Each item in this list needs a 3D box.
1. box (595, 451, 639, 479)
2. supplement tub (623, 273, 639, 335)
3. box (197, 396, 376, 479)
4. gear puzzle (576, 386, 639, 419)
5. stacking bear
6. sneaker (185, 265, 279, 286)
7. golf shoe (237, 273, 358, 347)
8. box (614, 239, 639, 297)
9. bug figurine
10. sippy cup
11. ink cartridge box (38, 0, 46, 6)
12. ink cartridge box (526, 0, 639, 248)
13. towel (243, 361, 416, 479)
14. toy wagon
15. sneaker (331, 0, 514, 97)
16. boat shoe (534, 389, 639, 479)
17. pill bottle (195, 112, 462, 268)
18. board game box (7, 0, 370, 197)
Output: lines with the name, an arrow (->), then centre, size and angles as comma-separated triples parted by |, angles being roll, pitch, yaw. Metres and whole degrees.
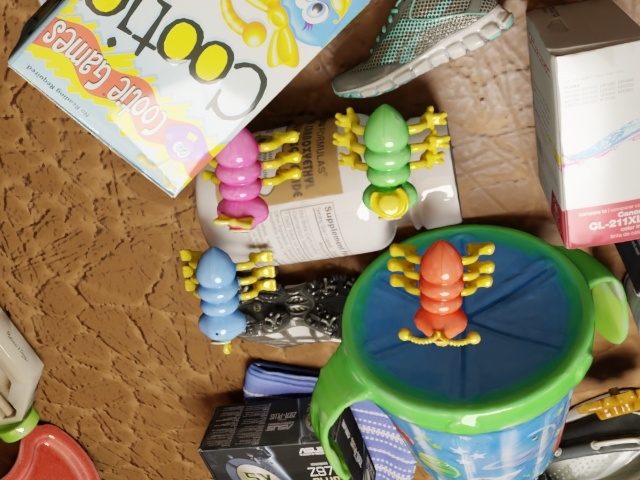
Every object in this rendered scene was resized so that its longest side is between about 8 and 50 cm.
box -> 0.380, 0.352, 0.873 | 0.114, 0.103, 0.203 | 38, 120, -17
supplement tub -> 0.348, 0.067, 0.686 | 0.071, 0.107, 0.070 | 6, 118, 11
box -> -0.037, 0.277, 0.864 | 0.180, 0.077, 0.147 | -9, 121, 18
gear puzzle -> 0.436, 0.140, 0.706 | 0.339, 0.044, 0.175 | -20, 158, 20
stacking bear -> -0.451, 0.423, 1.019 | 0.164, 0.175, 0.289 | 41, 129, -9
sneaker -> -0.096, 0.041, 0.786 | 0.109, 0.040, 0.043 | -8, 138, 17
golf shoe -> -0.015, 0.084, 0.786 | 0.198, 0.077, 0.094 | 5, 159, -11
box -> 0.336, -0.039, 0.594 | 0.093, 0.156, 0.158 | 20, 123, -5
bug figurine -> 0.000, 0.000, 0.561 | 0.279, 0.072, 0.216 | -3, 113, 11
sippy cup -> 0.157, 0.140, 0.710 | 0.306, 0.240, 0.224 | 0, 134, 19
ink cartridge box -> -0.185, -0.307, 0.552 | 0.166, 0.065, 0.332 | -7, 123, 13
ink cartridge box -> 0.227, -0.101, 0.586 | 0.073, 0.127, 0.175 | -8, 121, 12
towel -> 0.009, 0.307, 0.938 | 0.244, 0.040, 0.335 | 9, 124, 4
toy wagon -> -0.546, 0.169, 0.913 | 0.345, 0.068, 0.267 | -14, 119, 17
sneaker -> 0.079, -0.183, 0.606 | 0.167, 0.065, 0.076 | -24, 100, 18
boat shoe -> 0.284, 0.287, 0.851 | 0.114, 0.091, 0.302 | 40, 119, -17
pill bottle -> 0.011, -0.049, 0.650 | 0.230, 0.131, 0.131 | -9, 121, 13
board game box -> -0.069, -0.193, 0.498 | 0.275, 0.144, 0.142 | -43, 121, 7
